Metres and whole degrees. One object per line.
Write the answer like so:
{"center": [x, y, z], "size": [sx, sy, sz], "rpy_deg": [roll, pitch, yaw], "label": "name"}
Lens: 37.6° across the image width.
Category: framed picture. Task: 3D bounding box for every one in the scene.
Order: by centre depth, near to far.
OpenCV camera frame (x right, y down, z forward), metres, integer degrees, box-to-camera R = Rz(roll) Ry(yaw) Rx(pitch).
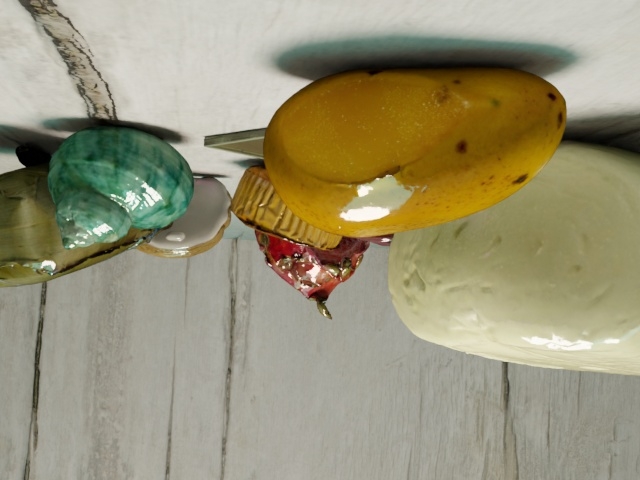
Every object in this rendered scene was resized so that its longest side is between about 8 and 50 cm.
{"center": [-0.040, -0.129, 1.321], "size": [0.203, 0.015, 0.150], "rpy_deg": [8, 174, -44], "label": "framed picture"}

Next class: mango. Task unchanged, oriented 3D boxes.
{"center": [0.091, -0.088, 0.893], "size": [0.290, 0.160, 0.191], "rpy_deg": [-9, 165, 23], "label": "mango"}

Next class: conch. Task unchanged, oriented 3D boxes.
{"center": [-0.275, -0.067, 1.277], "size": [0.202, 0.196, 0.134], "rpy_deg": [-39, -153, -9], "label": "conch"}

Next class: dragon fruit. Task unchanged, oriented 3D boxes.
{"center": [0.000, 0.000, 1.809], "size": [0.211, 0.282, 0.147], "rpy_deg": [5, 140, -45], "label": "dragon fruit"}

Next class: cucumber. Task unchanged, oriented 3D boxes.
{"center": [-0.455, -0.128, 1.484], "size": [0.043, 0.039, 0.163], "rpy_deg": [-11, 178, 1], "label": "cucumber"}

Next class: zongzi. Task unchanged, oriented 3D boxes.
{"center": [-0.458, -0.022, 1.510], "size": [0.393, 0.174, 0.356], "rpy_deg": [-14, -176, 32], "label": "zongzi"}

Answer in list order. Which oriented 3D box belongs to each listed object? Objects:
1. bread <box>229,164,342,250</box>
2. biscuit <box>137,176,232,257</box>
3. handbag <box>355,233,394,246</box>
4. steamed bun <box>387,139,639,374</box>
{"center": [-0.044, -0.058, 1.531], "size": [0.199, 0.104, 0.199], "rpy_deg": [21, -174, -2], "label": "bread"}
{"center": [-0.262, -0.053, 1.659], "size": [0.208, 0.181, 0.049], "rpy_deg": [8, 141, -2], "label": "biscuit"}
{"center": [0.134, -0.050, 1.483], "size": [0.225, 0.135, 0.146], "rpy_deg": [5, 180, -44], "label": "handbag"}
{"center": [0.329, 0.016, 1.225], "size": [0.371, 0.290, 0.456], "rpy_deg": [13, 168, -37], "label": "steamed bun"}
